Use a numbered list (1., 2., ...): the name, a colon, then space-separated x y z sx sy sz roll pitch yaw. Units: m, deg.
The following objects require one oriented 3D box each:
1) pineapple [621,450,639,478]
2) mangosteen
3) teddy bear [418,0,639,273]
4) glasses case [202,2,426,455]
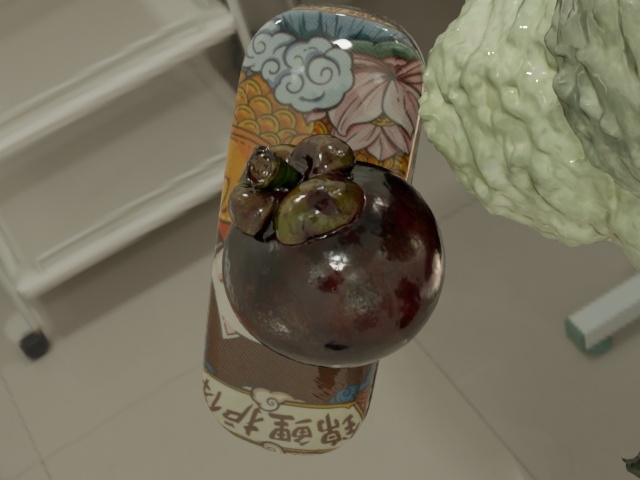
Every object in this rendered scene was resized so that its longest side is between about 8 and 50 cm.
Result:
1. pineapple: 0.262 0.204 0.685 0.128 0.248 0.128 -31 25 16
2. mangosteen: 0.000 0.000 0.650 0.140 0.140 0.140 -9 48 10
3. teddy bear: 0.245 -0.100 0.657 0.375 0.327 0.362 -1 -7 -33
4. glasses case: -0.007 0.001 0.818 0.122 0.321 0.082 11 21 6
